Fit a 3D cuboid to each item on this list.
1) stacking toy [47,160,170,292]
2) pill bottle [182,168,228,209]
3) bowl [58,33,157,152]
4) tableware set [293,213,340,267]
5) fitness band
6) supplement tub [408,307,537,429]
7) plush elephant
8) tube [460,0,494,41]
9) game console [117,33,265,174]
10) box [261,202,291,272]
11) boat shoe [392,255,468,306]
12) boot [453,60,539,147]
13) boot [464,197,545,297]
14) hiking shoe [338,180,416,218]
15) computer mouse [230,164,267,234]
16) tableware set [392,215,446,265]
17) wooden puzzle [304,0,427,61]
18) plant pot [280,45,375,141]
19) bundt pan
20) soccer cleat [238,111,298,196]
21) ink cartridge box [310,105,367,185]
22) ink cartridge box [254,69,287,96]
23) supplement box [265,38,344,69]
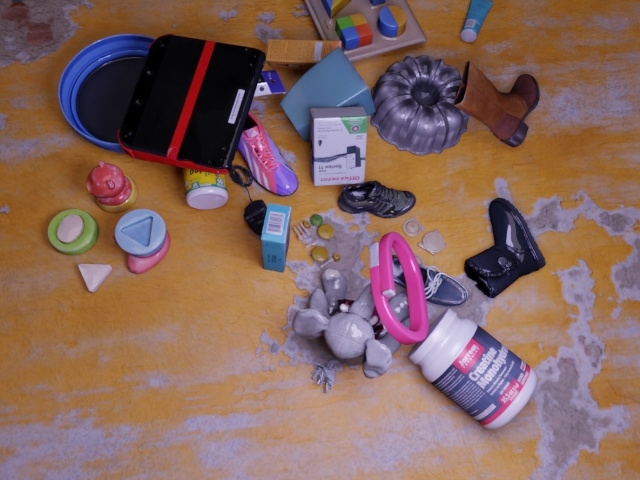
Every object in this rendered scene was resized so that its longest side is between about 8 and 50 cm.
[{"bbox_3d":[-0.577,-0.041,1.494,0.280,0.130,0.309,-37,76,-17],"label":"stacking toy"},{"bbox_3d":[-0.330,-0.203,1.583,0.118,0.117,0.208,-7,70,-8],"label":"pill bottle"},{"bbox_3d":[-0.568,-0.435,1.672,0.392,0.077,0.390,2,69,-5],"label":"bowl"},{"bbox_3d":[0.000,0.000,1.588,0.104,0.024,0.154,-31,74,-19],"label":"tableware set"},{"bbox_3d":[0.197,0.112,1.372,0.054,0.209,0.290,-23,46,29],"label":"fitness band"},{"bbox_3d":[0.380,0.319,1.409,0.272,0.191,0.191,39,71,9],"label":"supplement tub"},{"bbox_3d":[0.082,0.209,1.389,0.272,0.255,0.329,27,70,5],"label":"plush elephant"},{"bbox_3d":[0.531,-0.765,1.912,0.080,0.052,0.207,25,64,0],"label":"tube"},{"bbox_3d":[-0.359,-0.387,1.559,0.343,0.060,0.386,13,76,7],"label":"game console"},{"bbox_3d":[-0.115,-0.002,1.457,0.060,0.244,0.100,9,69,-1],"label":"box"},{"bbox_3d":[0.283,0.110,1.529,0.255,0.079,0.095,28,87,6],"label":"boat shoe"},{"bbox_3d":[0.531,-0.457,1.713,0.281,0.096,0.263,28,79,-26],"label":"boot"},{"bbox_3d":[0.492,0.018,1.583,0.207,0.094,0.246,-25,79,-17],"label":"boot"},{"bbox_3d":[0.167,-0.120,1.597,0.227,0.114,0.086,-1,70,-6],"label":"hiking shoe"},{"bbox_3d":[-0.199,-0.117,1.610,0.071,0.041,0.241,-27,68,6],"label":"computer mouse"},{"bbox_3d":[0.266,0.012,1.607,0.169,0.020,0.141,-42,76,-16],"label":"tableware set"},{"bbox_3d":[0.145,-0.755,1.844,0.348,0.080,0.321,-17,69,-13],"label":"wooden puzzle"},{"bbox_3d":[0.013,-0.412,1.659,0.234,0.166,0.165,-33,74,4],"label":"plant pot"},{"bbox_3d":[0.317,-0.433,1.725,0.331,0.124,0.330,2,70,-5],"label":"bundt pan"},{"bbox_3d":[-0.176,-0.263,1.619,0.109,0.116,0.318,-32,75,-15],"label":"soccer cleat"},{"bbox_3d":[0.049,-0.265,1.587,0.153,0.208,0.086,-5,34,-6],"label":"ink cartridge box"},{"bbox_3d":[-0.221,-0.484,1.686,0.209,0.045,0.206,-10,37,-9],"label":"ink cartridge box"},{"bbox_3d":[-0.048,-0.575,1.738,0.234,0.078,0.080,4,87,10],"label":"supplement box"}]
